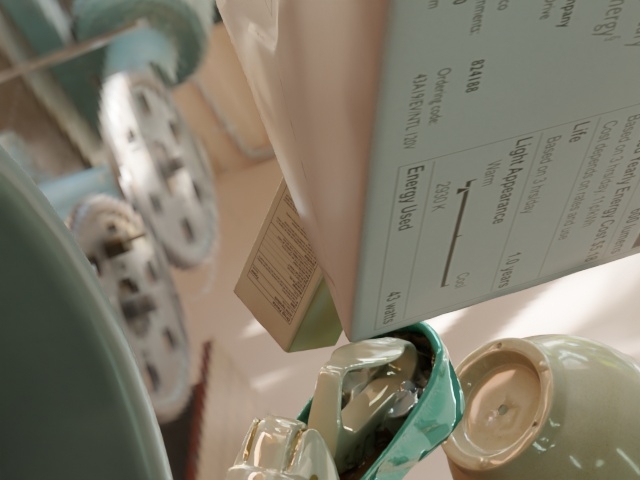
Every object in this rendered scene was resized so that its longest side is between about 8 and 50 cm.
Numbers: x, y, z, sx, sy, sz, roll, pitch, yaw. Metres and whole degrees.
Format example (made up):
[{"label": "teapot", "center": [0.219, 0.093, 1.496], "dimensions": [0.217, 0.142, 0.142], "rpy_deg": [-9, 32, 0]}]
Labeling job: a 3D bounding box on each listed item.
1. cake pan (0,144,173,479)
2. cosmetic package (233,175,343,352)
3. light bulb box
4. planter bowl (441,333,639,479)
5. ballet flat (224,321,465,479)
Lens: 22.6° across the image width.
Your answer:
[{"label": "cake pan", "center": [-0.112, 0.106, 0.295], "dimensions": [0.293, 0.054, 0.293], "rpy_deg": [-5, 90, -67]}, {"label": "cosmetic package", "center": [0.000, 0.000, 0.897], "dimensions": [0.041, 0.115, 0.060], "rpy_deg": [-4, 41, -42]}, {"label": "light bulb box", "center": [0.150, -0.163, 0.696], "dimensions": [0.358, 0.361, 0.225], "rpy_deg": [94, -23, -64]}, {"label": "planter bowl", "center": [0.148, 0.130, 1.091], "dimensions": [0.109, 0.162, 0.162], "rpy_deg": [33, 38, -39]}, {"label": "ballet flat", "center": [-0.002, 0.113, 0.826], "dimensions": [0.247, 0.083, 0.087], "rpy_deg": [-43, 126, -49]}]
